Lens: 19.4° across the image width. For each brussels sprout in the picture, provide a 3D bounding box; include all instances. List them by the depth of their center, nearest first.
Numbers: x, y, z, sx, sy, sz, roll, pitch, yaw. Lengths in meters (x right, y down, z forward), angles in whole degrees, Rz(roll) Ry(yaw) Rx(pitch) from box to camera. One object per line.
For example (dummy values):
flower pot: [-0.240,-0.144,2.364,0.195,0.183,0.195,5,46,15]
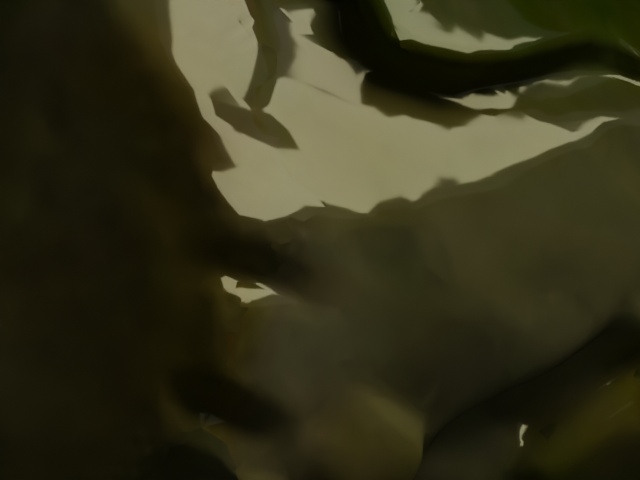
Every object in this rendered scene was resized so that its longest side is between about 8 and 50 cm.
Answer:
brussels sprout: [0.013,0.001,0.553,0.344,0.268,0.344,29,16,-9]
